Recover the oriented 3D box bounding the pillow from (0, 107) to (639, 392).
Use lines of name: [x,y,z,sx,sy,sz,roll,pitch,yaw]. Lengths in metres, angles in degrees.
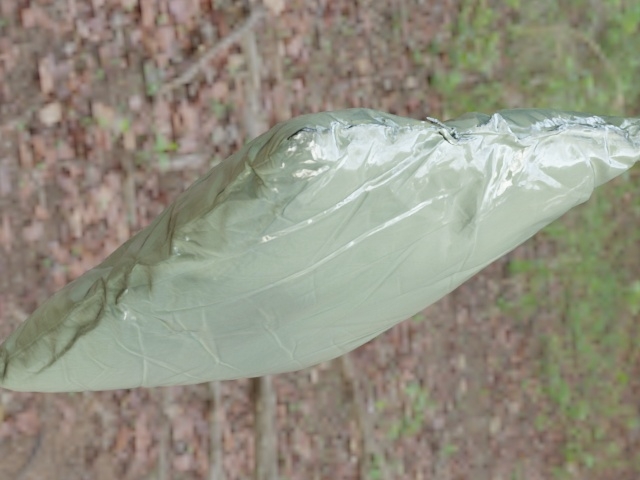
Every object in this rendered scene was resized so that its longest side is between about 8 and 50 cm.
pillow: [0.000,0.000,0.799,0.281,0.274,0.076,-5,66,-45]
